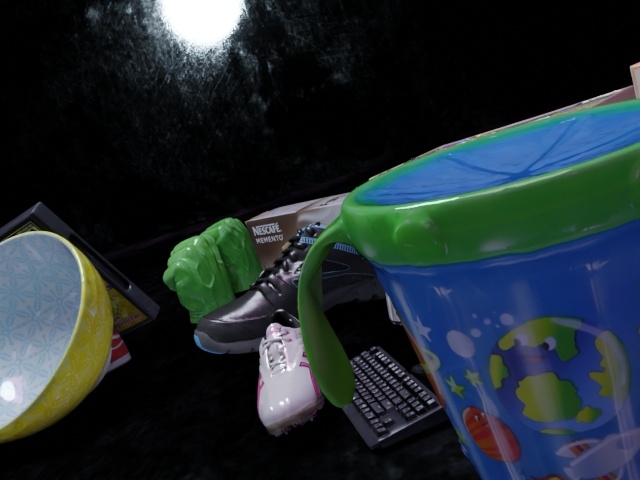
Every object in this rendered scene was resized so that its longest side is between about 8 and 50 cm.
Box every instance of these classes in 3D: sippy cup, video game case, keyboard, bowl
[{"bbox_3d":[0.156,0.044,0.427,0.240,0.224,0.305,-27,14,-36],"label":"sippy cup"},{"bbox_3d":[-0.439,0.086,1.030,0.275,0.248,0.035,-26,31,27],"label":"video game case"},{"bbox_3d":[0.070,0.140,0.629,0.108,0.023,0.180,-20,12,-10],"label":"keyboard"},{"bbox_3d":[-0.388,0.148,0.900,0.289,0.289,0.156,-14,-31,23],"label":"bowl"}]

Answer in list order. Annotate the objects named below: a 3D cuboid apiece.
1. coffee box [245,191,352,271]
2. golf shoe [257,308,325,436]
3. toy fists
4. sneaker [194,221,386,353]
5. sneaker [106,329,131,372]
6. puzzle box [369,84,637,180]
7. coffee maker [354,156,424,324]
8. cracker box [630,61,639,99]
[{"bbox_3d":[0.000,0.000,1.127,0.246,0.141,0.098,-7,16,44],"label":"coffee box"},{"bbox_3d":[-0.040,0.133,0.666,0.067,0.086,0.186,-28,11,6],"label":"golf shoe"},{"bbox_3d":[-0.201,0.045,1.227,0.096,0.142,0.279,-14,11,23],"label":"toy fists"},{"bbox_3d":[-0.031,0.051,0.927,0.340,0.140,0.125,-24,14,-20],"label":"sneaker"},{"bbox_3d":[-0.357,0.181,1.002,0.042,0.067,0.118,-8,14,42],"label":"sneaker"},{"bbox_3d":[0.317,-0.167,1.149,0.409,0.052,0.272,-13,11,45],"label":"puzzle box"},{"bbox_3d":[0.129,-0.003,0.828,0.171,0.178,0.120,-29,17,-34],"label":"coffee maker"},{"bbox_3d":[0.406,-0.088,0.656,0.155,0.232,0.067,-26,13,-32],"label":"cracker box"}]
